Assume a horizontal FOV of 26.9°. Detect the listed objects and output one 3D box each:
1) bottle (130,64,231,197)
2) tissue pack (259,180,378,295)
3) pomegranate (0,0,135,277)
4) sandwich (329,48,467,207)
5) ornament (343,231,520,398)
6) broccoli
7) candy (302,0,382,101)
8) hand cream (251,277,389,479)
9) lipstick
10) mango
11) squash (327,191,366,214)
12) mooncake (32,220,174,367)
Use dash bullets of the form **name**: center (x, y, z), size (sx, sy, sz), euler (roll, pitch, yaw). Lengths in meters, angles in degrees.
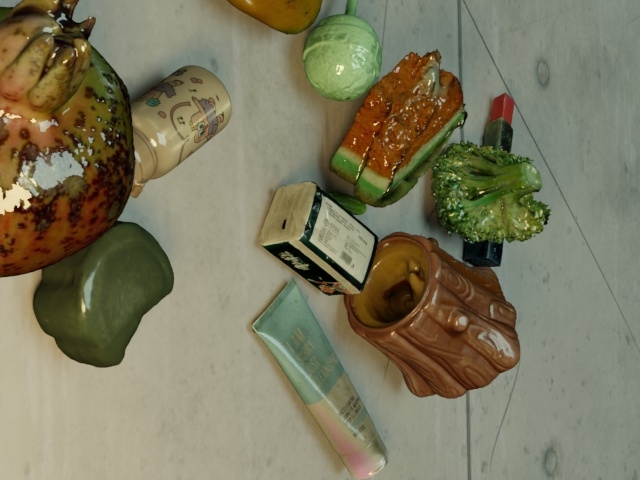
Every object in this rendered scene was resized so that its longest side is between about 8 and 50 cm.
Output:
- **bottle**: center (-0.210, -0.136, 1.656), size (0.110, 0.097, 0.209), euler (42, 46, 5)
- **tissue pack**: center (0.000, -0.001, 1.919), size (0.170, 0.090, 0.103), euler (41, 57, -45)
- **pomegranate**: center (-0.302, -0.120, 1.334), size (0.285, 0.340, 0.285), euler (10, 62, -20)
- **sandwich**: center (0.119, -0.172, 2.010), size (0.292, 0.109, 0.212), euler (-53, 160, -28)
- **ornament**: center (0.166, 0.113, 2.040), size (0.217, 0.221, 0.235), euler (35, 88, -42)
- **broccoli**: center (0.293, -0.079, 2.198), size (0.220, 0.194, 0.194), euler (37, 58, -19)
- **candy**: center (0.055, -0.399, 2.021), size (0.119, 0.119, 0.440), euler (40, 49, -43)
- **hand cream**: center (0.007, 0.207, 1.941), size (0.111, 0.070, 0.312), euler (-50, 122, -37)
- **lipstick**: center (0.303, -0.108, 2.345), size (0.051, 0.051, 0.312), euler (28, 65, -46)
- **mango**: center (-0.068, -0.372, 1.827), size (0.221, 0.120, 0.151), euler (23, 73, -56)
- **squash**: center (0.037, -0.058, 2.021), size (0.089, 0.027, 0.027), euler (20, 72, -46)
- **mooncake**: center (-0.253, 0.062, 1.583), size (0.175, 0.104, 0.168), euler (-12, 95, -54)
